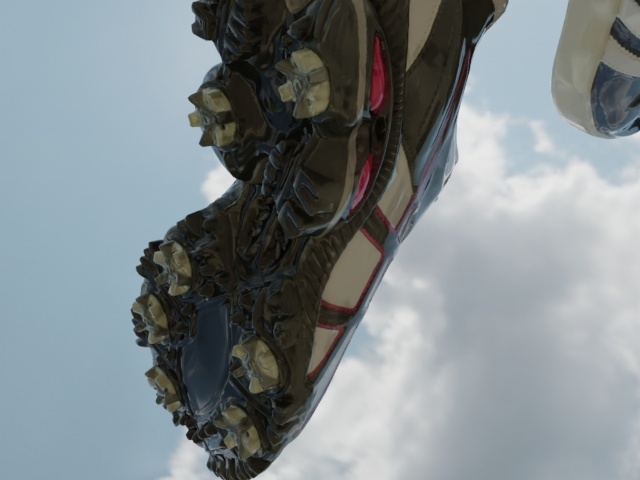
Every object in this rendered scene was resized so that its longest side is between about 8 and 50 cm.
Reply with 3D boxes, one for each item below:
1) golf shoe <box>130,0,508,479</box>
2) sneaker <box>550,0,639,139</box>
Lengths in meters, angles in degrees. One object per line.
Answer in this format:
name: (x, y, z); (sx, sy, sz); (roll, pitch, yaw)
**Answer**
golf shoe: (0.000, 0.000, 0.500); (0.120, 0.105, 0.273); (-21, -33, -37)
sneaker: (0.214, -0.138, 0.626); (0.148, 0.350, 0.131); (22, -106, 16)
